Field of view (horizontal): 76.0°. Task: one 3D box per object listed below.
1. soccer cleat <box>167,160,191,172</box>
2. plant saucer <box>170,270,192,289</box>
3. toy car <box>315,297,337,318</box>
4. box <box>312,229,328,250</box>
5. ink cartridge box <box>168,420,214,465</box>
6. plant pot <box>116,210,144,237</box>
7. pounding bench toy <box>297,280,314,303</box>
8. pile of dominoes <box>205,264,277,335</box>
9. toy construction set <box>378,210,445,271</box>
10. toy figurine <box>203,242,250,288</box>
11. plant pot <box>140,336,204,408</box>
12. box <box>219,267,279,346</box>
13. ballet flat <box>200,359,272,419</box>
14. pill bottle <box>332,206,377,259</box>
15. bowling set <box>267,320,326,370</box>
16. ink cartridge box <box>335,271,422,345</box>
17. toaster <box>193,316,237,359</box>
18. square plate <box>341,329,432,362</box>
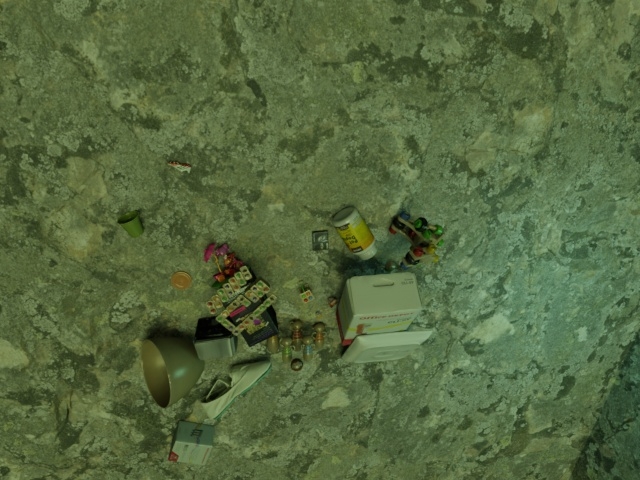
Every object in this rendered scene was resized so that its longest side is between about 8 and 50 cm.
[{"bbox_3d":[-0.521,-0.269,1.510,0.083,0.029,0.036,7,107,-18],"label":"soccer cleat"},{"bbox_3d":[-0.574,0.166,1.689,0.083,0.013,0.084,-3,113,-8],"label":"plant saucer"},{"bbox_3d":[0.023,0.300,1.836,0.122,0.060,0.040,-41,82,1],"label":"toy car"},{"bbox_3d":[0.000,0.000,1.724,0.067,0.018,0.084,-5,113,-8],"label":"box"},{"bbox_3d":[-0.610,0.963,1.950,0.176,0.127,0.128,19,107,-17],"label":"ink cartridge box"},{"bbox_3d":[-0.706,-0.056,1.544,0.083,0.083,0.079,-18,127,-3],"label":"plant pot"},{"bbox_3d":[-0.069,0.221,1.778,0.052,0.065,0.083,-27,114,2],"label":"pounding bench toy"},{"bbox_3d":[-0.306,0.239,1.574,0.251,0.040,0.196,-43,111,6],"label":"pile of dominoes"},{"bbox_3d":[0.410,0.052,1.709,0.237,0.257,0.309,16,107,-27],"label":"toy construction set"},{"bbox_3d":[-0.392,0.080,1.646,0.173,0.130,0.159,-30,106,-21],"label":"toy figurine"},{"bbox_3d":[-0.604,0.525,1.720,0.190,0.284,0.284,-12,119,-44],"label":"plant pot"},{"bbox_3d":[-0.294,0.274,1.702,0.143,0.165,0.271,-25,115,0],"label":"box"},{"bbox_3d":[-0.400,0.659,1.875,0.400,0.139,0.139,-43,113,9],"label":"ballet flat"},{"bbox_3d":[0.147,-0.024,1.688,0.117,0.117,0.215,-34,114,4],"label":"pill bottle"},{"bbox_3d":[-0.095,0.457,1.806,0.286,0.200,0.154,-4,112,-13],"label":"bowling set"},{"bbox_3d":[0.229,0.293,1.706,0.278,0.161,0.385,-5,150,-7],"label":"ink cartridge box"},{"bbox_3d":[-0.431,0.401,1.732,0.185,0.168,0.110,-7,116,-6],"label":"toaster"},{"bbox_3d":[0.292,0.490,1.858,0.343,0.049,0.347,-1,150,-11],"label":"square plate"}]
